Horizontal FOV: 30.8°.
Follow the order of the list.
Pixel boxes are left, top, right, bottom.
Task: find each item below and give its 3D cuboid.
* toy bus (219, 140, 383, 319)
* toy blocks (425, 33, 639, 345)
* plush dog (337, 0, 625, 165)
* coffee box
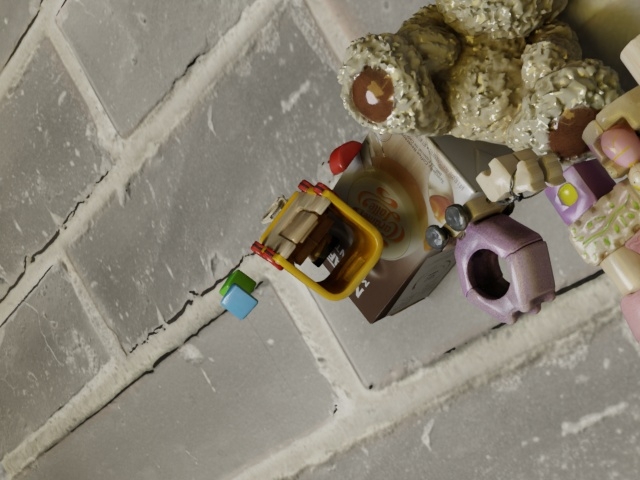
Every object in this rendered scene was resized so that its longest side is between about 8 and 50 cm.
[{"bbox_3d":[-0.001,0.005,1.245,0.104,0.202,0.191,39,133,-10],"label":"toy bus"},{"bbox_3d":[0.315,-0.003,0.903,0.260,0.309,0.288,59,140,17],"label":"toy blocks"},{"bbox_3d":[0.168,-0.206,1.096,0.262,0.210,0.225,12,104,15],"label":"plush dog"},{"bbox_3d":[0.098,-0.038,1.281,0.141,0.098,0.246,51,138,18],"label":"coffee box"}]
